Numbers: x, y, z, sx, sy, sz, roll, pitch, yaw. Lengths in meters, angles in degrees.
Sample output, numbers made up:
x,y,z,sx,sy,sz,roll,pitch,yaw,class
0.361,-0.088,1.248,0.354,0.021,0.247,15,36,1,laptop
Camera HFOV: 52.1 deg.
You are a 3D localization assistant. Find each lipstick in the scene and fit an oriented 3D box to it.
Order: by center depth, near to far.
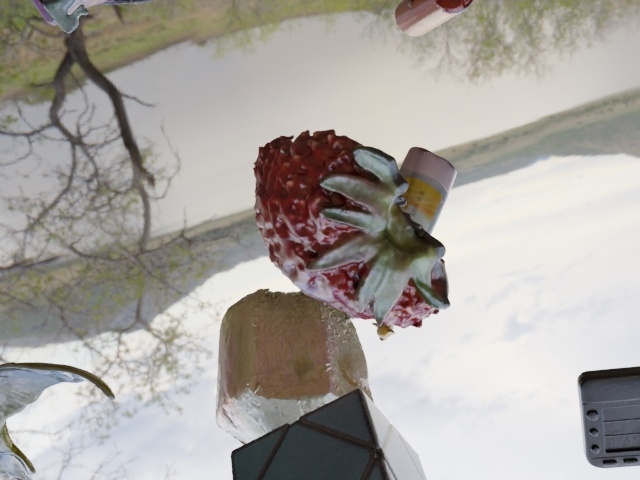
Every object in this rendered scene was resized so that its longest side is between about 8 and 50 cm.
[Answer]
x,y,z,sx,sy,sz,roll,pitch,yaw,class
0.174,-0.369,1.022,0.073,0.073,0.280,-17,-169,-2,lipstick

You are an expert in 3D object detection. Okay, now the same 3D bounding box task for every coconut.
x,y,z,sx,sy,sz,roll,pitch,yaw,class
-0.047,0.263,1.219,0.297,0.310,0.298,-7,143,-5,coconut

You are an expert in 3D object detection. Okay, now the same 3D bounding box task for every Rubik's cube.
x,y,z,sx,sy,sz,roll,pitch,yaw,class
0.030,0.352,0.827,0.204,0.207,0.205,-28,-143,8,Rubik's cube

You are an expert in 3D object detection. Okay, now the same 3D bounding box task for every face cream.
x,y,z,sx,sy,sz,roll,pitch,yaw,class
0.160,-0.043,1.203,0.269,0.107,0.073,-63,-171,-23,face cream

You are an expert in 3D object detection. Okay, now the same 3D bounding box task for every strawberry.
x,y,z,sx,sy,sz,roll,pitch,yaw,class
0.000,0.000,0.730,0.137,0.233,0.306,-44,-159,-16,strawberry

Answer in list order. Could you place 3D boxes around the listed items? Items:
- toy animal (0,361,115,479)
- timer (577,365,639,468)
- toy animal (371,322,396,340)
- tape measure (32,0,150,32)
x,y,z,sx,sy,sz,roll,pitch,yaw,class
-0.275,0.138,0.502,0.219,0.095,0.155,-8,161,26,toy animal
0.539,0.315,1.171,0.143,0.188,0.055,-8,-164,10,timer
0.155,0.195,1.549,0.060,0.081,0.083,18,-171,10,toy animal
-0.299,-0.407,0.824,0.149,0.245,0.232,-22,-159,36,tape measure
